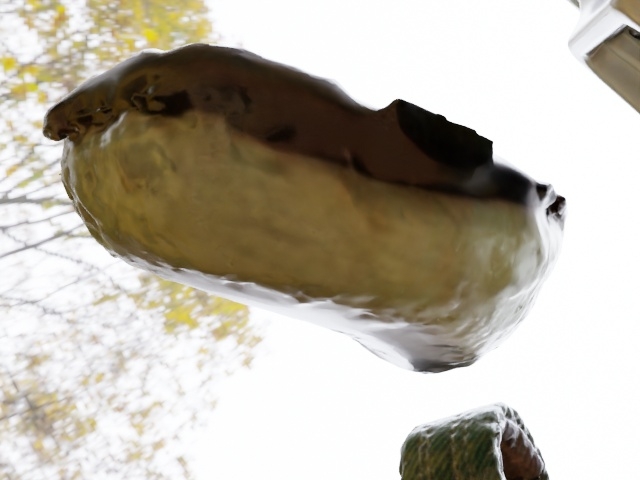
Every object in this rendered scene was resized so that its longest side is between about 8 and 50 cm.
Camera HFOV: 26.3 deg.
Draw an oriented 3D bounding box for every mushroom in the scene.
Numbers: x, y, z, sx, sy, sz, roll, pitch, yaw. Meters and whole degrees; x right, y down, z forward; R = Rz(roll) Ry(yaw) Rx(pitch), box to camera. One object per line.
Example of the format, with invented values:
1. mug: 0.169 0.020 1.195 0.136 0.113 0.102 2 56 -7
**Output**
1. mushroom: 0.000 0.002 0.846 0.247 0.344 0.130 -16 -122 42

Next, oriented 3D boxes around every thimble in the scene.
1. thimble: 0.125 0.195 1.081 0.090 0.135 0.118 -19 -121 23

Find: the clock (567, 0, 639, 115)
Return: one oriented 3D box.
1. clock: 0.231 -0.106 0.757 0.231 0.262 0.116 37 -90 1
